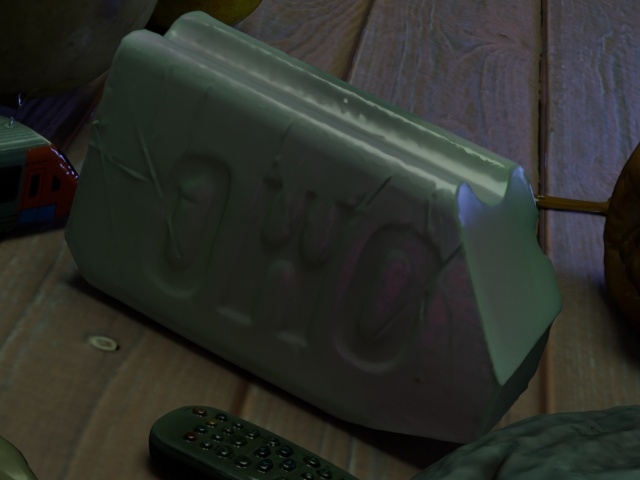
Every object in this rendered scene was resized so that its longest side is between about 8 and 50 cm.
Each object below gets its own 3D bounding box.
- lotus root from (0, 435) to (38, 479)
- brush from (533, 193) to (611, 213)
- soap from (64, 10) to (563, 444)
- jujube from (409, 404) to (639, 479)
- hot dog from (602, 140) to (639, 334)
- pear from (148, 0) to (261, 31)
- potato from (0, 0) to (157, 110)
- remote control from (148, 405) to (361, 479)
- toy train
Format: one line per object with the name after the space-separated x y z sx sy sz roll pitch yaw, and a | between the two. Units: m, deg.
-0.232 0.156 0.838 0.375 0.111 0.390 29 8 -6 | lotus root
0.282 -0.034 1.815 0.170 0.014 0.043 6 26 -26 | brush
0.000 0.000 1.299 0.347 0.208 0.115 27 27 16 | soap
0.150 0.209 0.943 0.308 0.215 0.246 11 59 -46 | jujube
0.421 0.051 1.522 0.405 0.185 0.223 25 22 14 | hot dog
-0.139 -0.308 1.880 0.200 0.200 0.200 16 24 -7 | pear
-0.321 -0.282 1.597 0.385 0.319 0.442 -29 49 -6 | potato
-0.010 0.166 1.140 0.222 0.042 0.072 27 25 21 | remote control
-0.327 -0.037 1.289 0.086 0.089 0.409 28 25 31 | toy train
